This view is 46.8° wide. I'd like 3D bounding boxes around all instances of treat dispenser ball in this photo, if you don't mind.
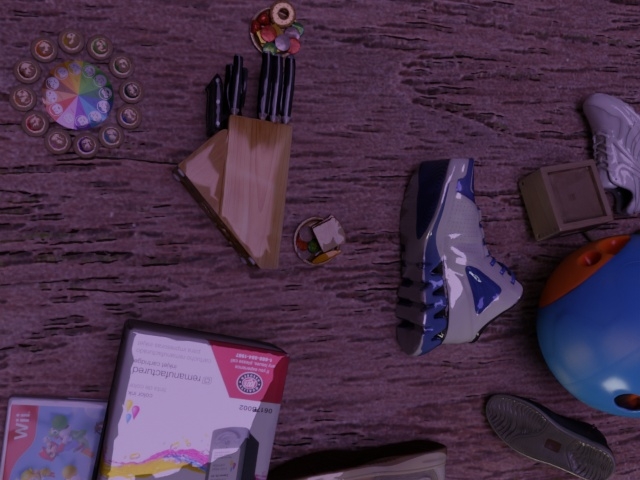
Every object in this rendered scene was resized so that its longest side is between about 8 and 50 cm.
[{"bbox_3d":[0.490,0.133,1.169,0.288,0.288,0.288,0,90,-17],"label":"treat dispenser ball"}]

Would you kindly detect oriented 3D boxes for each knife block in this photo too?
[{"bbox_3d":[-0.084,-0.127,1.092,0.242,0.088,0.276,-40,101,-13],"label":"knife block"}]

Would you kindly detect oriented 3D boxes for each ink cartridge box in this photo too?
[{"bbox_3d":[-0.185,0.279,1.013,0.226,0.131,0.307,11,85,-17],"label":"ink cartridge box"}]

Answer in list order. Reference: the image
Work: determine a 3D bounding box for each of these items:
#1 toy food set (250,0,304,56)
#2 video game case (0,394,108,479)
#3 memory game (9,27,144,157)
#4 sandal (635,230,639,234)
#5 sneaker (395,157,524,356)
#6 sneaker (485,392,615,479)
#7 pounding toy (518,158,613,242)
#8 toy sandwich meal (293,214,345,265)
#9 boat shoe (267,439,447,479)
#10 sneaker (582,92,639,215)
[{"bbox_3d":[-0.066,-0.320,1.133,0.083,0.020,0.083,-28,98,-16],"label":"toy food set"},{"bbox_3d":[-0.305,0.331,1.056,0.285,0.025,0.204,7,88,-17],"label":"video game case"},{"bbox_3d":[-0.344,-0.209,1.050,0.186,0.012,0.186,0,91,-18],"label":"memory game"},{"bbox_3d":[0.680,0.034,1.334,0.302,0.086,0.120,1,90,-18],"label":"sandal"},{"bbox_3d":[0.228,0.028,1.183,0.182,0.127,0.316,4,96,-21],"label":"sneaker"},{"bbox_3d":[0.384,0.323,1.255,0.222,0.118,0.083,29,101,12],"label":"sneaker"},{"bbox_3d":[0.424,-0.057,1.259,0.141,0.100,0.130,-10,79,-20],"label":"pounding toy"},{"bbox_3d":[0.000,0.000,1.149,0.085,0.029,0.086,0,90,-18],"label":"toy sandwich meal"},{"bbox_3d":[0.060,0.377,1.131,0.302,0.109,0.098,-2,90,-23],"label":"boat shoe"},{"bbox_3d":[0.512,-0.144,1.282,0.115,0.090,0.232,-36,99,-11],"label":"sneaker"}]
